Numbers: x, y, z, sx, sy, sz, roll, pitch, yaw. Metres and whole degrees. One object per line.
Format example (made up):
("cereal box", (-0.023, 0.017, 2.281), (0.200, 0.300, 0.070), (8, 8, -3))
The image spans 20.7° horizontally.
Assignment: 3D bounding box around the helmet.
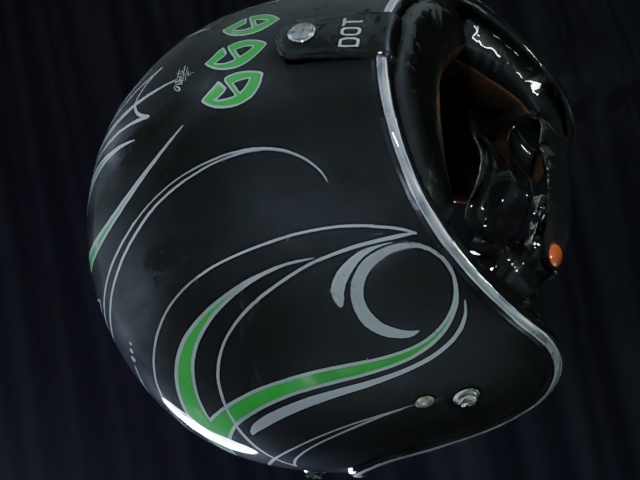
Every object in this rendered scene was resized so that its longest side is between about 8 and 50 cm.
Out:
("helmet", (0.000, 0.000, 0.606), (0.161, 0.169, 0.169), (-24, 152, 33))
